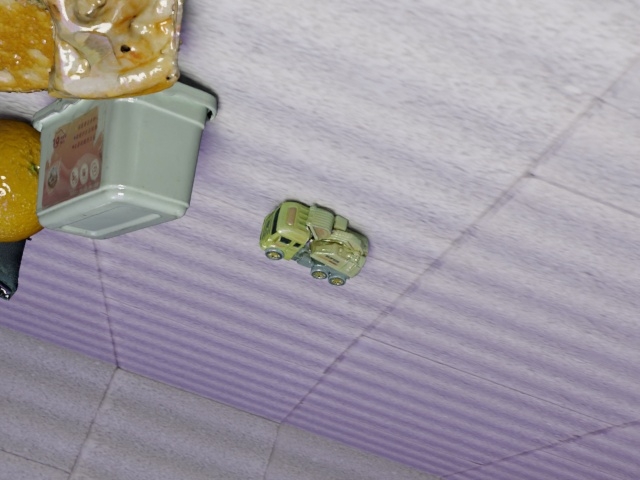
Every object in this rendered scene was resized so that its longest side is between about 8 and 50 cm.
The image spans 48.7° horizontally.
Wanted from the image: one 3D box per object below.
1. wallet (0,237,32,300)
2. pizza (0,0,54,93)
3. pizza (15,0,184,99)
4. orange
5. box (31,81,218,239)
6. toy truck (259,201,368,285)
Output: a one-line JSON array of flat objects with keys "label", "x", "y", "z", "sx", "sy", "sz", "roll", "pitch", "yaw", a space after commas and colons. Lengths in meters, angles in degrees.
[{"label": "wallet", "x": -0.647, "y": -0.032, "z": 1.345, "sx": 0.191, "sy": 0.046, "sz": 0.379, "roll": 33, "pitch": -168, "yaw": -29}, {"label": "pizza", "x": -0.401, "y": -0.287, "z": 0.927, "sx": 0.323, "sy": 0.089, "sz": 0.223, "roll": -7, "pitch": 151, "yaw": 37}, {"label": "pizza", "x": -0.243, "y": -0.285, "z": 0.778, "sx": 0.189, "sy": 0.071, "sz": 0.297, "roll": 2, "pitch": 128, "yaw": -6}, {"label": "orange", "x": -0.555, "y": -0.104, "z": 1.228, "sx": 0.236, "sy": 0.236, "sz": 0.236, "roll": 14, "pitch": 153, "yaw": 7}, {"label": "box", "x": -0.302, "y": -0.112, "z": 1.046, "sx": 0.175, "sy": 0.182, "sz": 0.312, "roll": 15, "pitch": 161, "yaw": -42}, {"label": "toy truck", "x": 0.000, "y": 0.000, "z": 1.229, "sx": 0.191, "sy": 0.085, "sz": 0.116, "roll": 24, "pitch": 143, "yaw": -19}]
